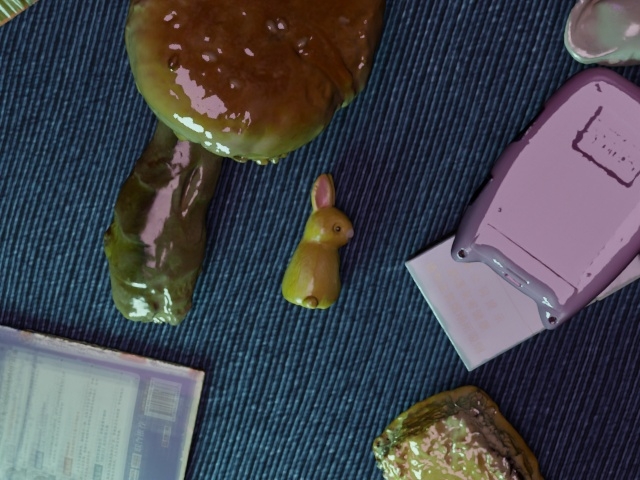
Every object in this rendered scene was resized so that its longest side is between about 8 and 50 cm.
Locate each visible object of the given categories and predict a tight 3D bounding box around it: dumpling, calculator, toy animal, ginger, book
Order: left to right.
[{"bbox_3d":[-0.318,0.233,2.020,0.322,0.018,0.228,13,99,5],"label":"book"},{"bbox_3d":[-0.187,-0.026,1.918,0.116,0.109,0.263,22,102,34],"label":"ginger"},{"bbox_3d":[0.002,0.000,1.916,0.070,0.083,0.159,13,91,-2],"label":"toy animal"},{"bbox_3d":[0.292,-0.054,1.819,0.194,0.043,0.294,37,97,1],"label":"calculator"},{"bbox_3d":[0.352,-0.265,1.818,0.169,0.100,0.134,-11,85,7],"label":"dumpling"}]

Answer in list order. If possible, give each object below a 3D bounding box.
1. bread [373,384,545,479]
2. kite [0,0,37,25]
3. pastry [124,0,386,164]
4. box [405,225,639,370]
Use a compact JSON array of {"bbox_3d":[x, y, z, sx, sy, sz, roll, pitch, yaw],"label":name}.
[{"bbox_3d":[0.177,0.301,1.916,0.174,0.121,0.245,-32,98,19],"label":"bread"},{"bbox_3d":[-0.349,-0.394,1.853,0.327,0.013,0.377,2,127,-22],"label":"kite"},{"bbox_3d":[-0.079,-0.237,1.822,0.284,0.184,0.315,34,73,-11],"label":"pastry"},{"bbox_3d":[0.241,0.027,1.891,0.243,0.067,0.155,-31,95,10],"label":"box"}]
